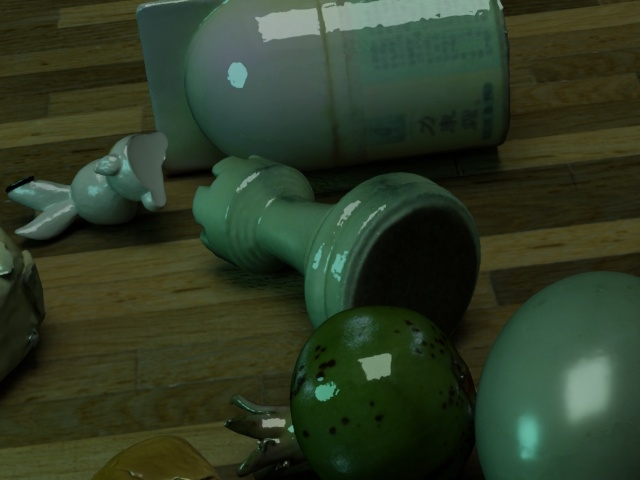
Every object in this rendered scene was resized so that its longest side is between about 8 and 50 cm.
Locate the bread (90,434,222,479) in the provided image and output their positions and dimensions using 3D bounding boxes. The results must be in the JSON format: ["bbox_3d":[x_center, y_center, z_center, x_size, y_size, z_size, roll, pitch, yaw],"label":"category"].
[{"bbox_3d":[-0.144,0.226,1.375,0.125,0.082,0.106,-28,47,-23],"label":"bread"}]

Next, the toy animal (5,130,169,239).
[{"bbox_3d":[-0.260,-0.069,1.786,0.182,0.127,0.131,-27,57,38],"label":"toy animal"}]

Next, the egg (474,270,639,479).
[{"bbox_3d":[0.235,0.141,1.329,0.203,0.203,0.282,8,34,19],"label":"egg"}]

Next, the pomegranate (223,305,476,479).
[{"bbox_3d":[0.027,0.154,1.391,0.224,0.181,0.181,-17,30,24],"label":"pomegranate"}]

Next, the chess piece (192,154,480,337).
[{"bbox_3d":[0.000,0.000,1.600,0.195,0.194,0.299,-29,33,-29],"label":"chess piece"}]

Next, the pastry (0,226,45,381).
[{"bbox_3d":[-0.413,0.074,1.586,0.265,0.133,0.264,-4,36,3],"label":"pastry"}]

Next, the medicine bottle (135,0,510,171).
[{"bbox_3d":[0.002,-0.200,1.815,0.406,0.235,0.235,-8,35,-3],"label":"medicine bottle"}]
